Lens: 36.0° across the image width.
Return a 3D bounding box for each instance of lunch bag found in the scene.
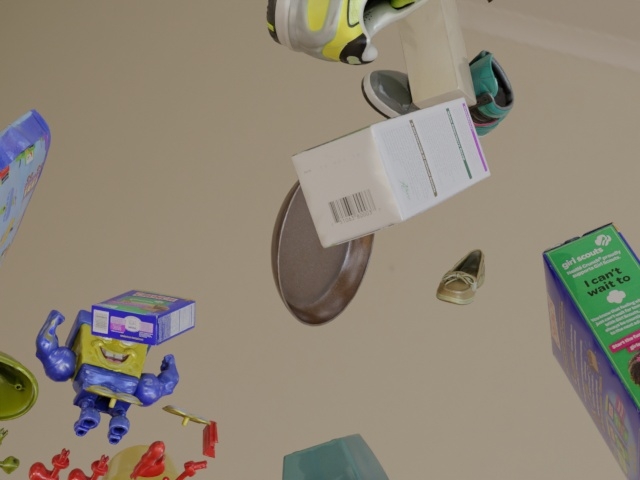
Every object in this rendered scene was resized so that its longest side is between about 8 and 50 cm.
[{"bbox_3d":[-0.415,-0.015,1.131,0.138,0.221,0.293,40,-64,-9],"label":"lunch bag"}]

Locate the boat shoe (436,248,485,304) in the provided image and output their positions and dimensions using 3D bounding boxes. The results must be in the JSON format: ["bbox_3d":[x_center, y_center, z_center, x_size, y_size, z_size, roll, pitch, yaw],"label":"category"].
[{"bbox_3d":[0.206,0.053,1.422,0.056,0.048,0.153,14,19,23],"label":"boat shoe"}]

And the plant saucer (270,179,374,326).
[{"bbox_3d":[0.000,0.000,1.785,0.050,0.311,0.311,11,-27,34],"label":"plant saucer"}]

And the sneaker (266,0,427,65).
[{"bbox_3d":[0.100,-0.367,1.235,0.147,0.385,0.145,33,-10,21],"label":"sneaker"}]

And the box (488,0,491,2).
[{"bbox_3d":[0.231,-0.467,1.455,0.207,0.036,0.114,55,-25,-4],"label":"box"}]

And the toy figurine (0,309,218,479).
[{"bbox_3d":[-0.317,0.181,1.289,0.362,0.217,0.191,18,-56,-19],"label":"toy figurine"}]

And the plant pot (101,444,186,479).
[{"bbox_3d":[-0.373,0.561,2.059,0.254,0.254,0.239,39,7,-23],"label":"plant pot"}]

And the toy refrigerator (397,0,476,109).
[{"bbox_3d":[0.189,-0.361,1.711,0.094,0.270,0.102,-16,-14,23],"label":"toy refrigerator"}]

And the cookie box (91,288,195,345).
[{"bbox_3d":[-0.218,0.094,1.220,0.091,0.040,0.107,8,10,17],"label":"cookie box"}]

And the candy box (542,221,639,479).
[{"bbox_3d":[0.431,0.182,1.364,0.268,0.122,0.317,69,-2,-48],"label":"candy box"}]

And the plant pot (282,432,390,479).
[{"bbox_3d":[0.038,0.436,1.565,0.165,0.234,0.165,-20,-12,16],"label":"plant pot"}]

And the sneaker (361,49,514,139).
[{"bbox_3d":[0.236,-0.274,1.776,0.295,0.124,0.178,11,-29,-30],"label":"sneaker"}]

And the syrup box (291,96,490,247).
[{"bbox_3d":[0.079,-0.074,0.986,0.093,0.237,0.096,-18,-87,32],"label":"syrup box"}]
